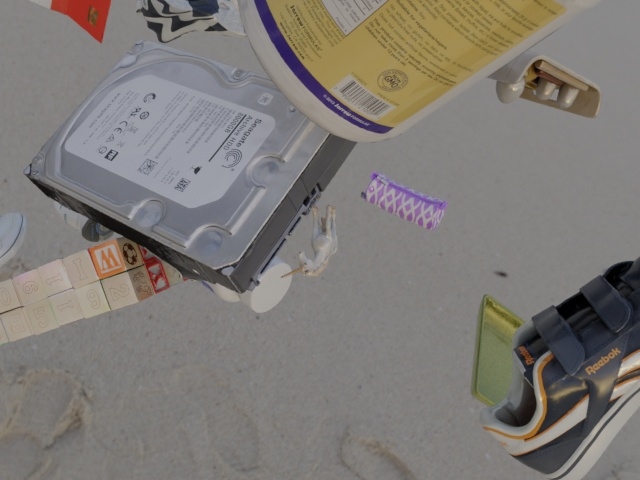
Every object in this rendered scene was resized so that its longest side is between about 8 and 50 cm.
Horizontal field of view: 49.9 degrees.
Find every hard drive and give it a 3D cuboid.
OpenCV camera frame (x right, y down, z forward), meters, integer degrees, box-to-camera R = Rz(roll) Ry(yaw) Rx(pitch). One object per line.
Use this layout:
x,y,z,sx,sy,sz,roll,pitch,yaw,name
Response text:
-0.154,-0.101,0.791,0.338,0.064,0.237,25,69,28,hard drive

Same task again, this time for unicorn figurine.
0.000,0.000,1.093,0.162,0.060,0.111,-2,91,-64,unicorn figurine

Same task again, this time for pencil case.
0.208,-0.100,1.683,0.206,0.088,0.086,25,49,15,pencil case

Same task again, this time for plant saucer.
0.298,0.206,1.058,0.188,0.045,0.188,34,45,-17,plant saucer

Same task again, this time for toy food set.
0.349,-0.291,1.261,0.306,0.093,0.219,7,18,-46,toy food set

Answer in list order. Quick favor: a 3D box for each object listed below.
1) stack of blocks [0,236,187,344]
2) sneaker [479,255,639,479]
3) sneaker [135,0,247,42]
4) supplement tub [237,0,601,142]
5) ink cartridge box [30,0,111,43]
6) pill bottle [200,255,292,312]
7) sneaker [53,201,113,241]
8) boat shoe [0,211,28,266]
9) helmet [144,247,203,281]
-0.356,0.069,0.996,0.171,0.297,0.087,-29,101,-72,stack of blocks
0.295,0.115,0.750,0.127,0.321,0.126,28,13,-3,sneaker
-0.253,-0.439,1.347,0.234,0.153,0.094,-5,91,-47,sneaker
0.109,-0.261,0.602,0.241,0.331,0.241,24,51,-34,supplement tub
-0.354,-0.394,0.885,0.232,0.189,0.066,44,38,23,ink cartridge box
-0.190,0.029,1.385,0.272,0.152,0.152,33,40,29,pill bottle
-0.397,-0.137,1.340,0.129,0.111,0.297,26,58,17,sneaker
-0.632,0.018,1.280,0.083,0.076,0.226,8,51,19,boat shoe
-0.149,-0.029,0.909,0.161,0.169,0.169,43,38,-26,helmet
